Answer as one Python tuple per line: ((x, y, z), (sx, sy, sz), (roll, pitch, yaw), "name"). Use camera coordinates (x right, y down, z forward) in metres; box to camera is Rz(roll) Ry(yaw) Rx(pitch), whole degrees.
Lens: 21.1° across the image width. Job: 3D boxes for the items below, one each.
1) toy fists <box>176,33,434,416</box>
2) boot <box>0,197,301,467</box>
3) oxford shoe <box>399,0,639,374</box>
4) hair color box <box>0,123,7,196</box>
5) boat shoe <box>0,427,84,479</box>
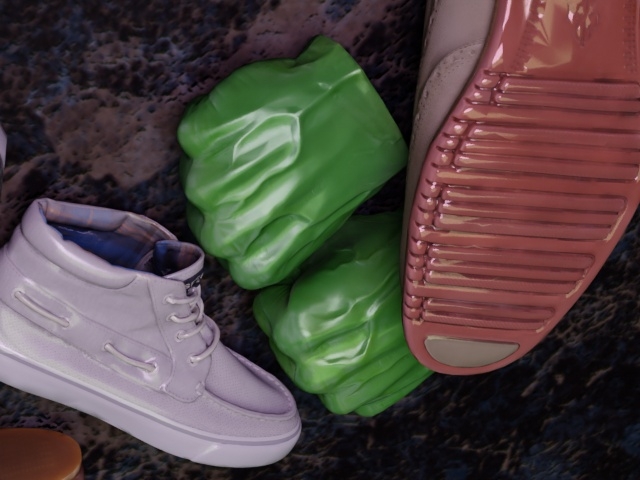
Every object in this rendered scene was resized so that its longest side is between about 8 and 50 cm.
((0.000, 0.000, 1.131), (0.142, 0.096, 0.279), (-39, 127, -11), "toy fists")
((-0.101, 0.061, 1.134), (0.258, 0.095, 0.123), (21, 120, -27), "boot")
((0.124, -0.111, 1.048), (0.140, 0.146, 0.397), (8, 110, -22), "oxford shoe")
((-0.279, -0.109, 0.859), (0.113, 0.185, 0.374), (-10, 137, 8), "hair color box")
((-0.262, 0.184, 1.180), (0.207, 0.073, 0.073), (-10, 126, -4), "boat shoe")
